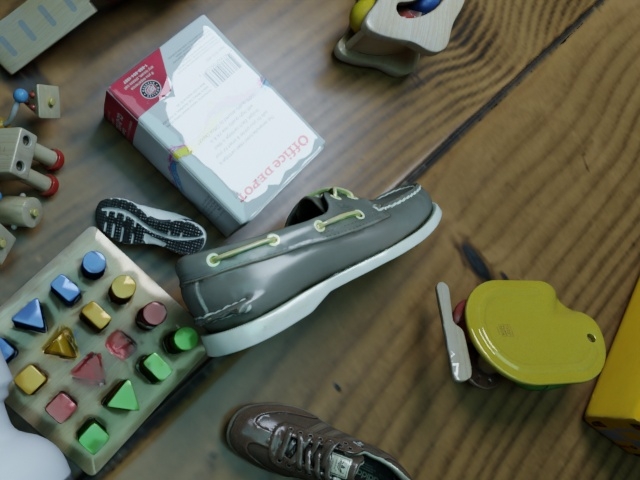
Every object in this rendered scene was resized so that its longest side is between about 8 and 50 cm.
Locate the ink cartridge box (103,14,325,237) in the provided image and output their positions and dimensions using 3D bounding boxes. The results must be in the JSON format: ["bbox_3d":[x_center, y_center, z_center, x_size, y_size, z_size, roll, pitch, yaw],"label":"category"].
[{"bbox_3d":[-0.104,-0.109,0.648,0.175,0.072,0.127,46,66,-7],"label":"ink cartridge box"}]

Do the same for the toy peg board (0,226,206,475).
[{"bbox_3d":[-0.195,0.090,0.566,0.160,0.079,0.161,45,66,-7],"label":"toy peg board"}]

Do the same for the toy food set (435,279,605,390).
[{"bbox_3d":[0.209,0.114,0.732,0.218,0.071,0.128,4,53,-23],"label":"toy food set"}]

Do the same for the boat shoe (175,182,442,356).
[{"bbox_3d":[0.003,-0.001,0.626,0.305,0.109,0.091,-30,97,-36],"label":"boat shoe"}]

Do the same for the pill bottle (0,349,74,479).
[{"bbox_3d":[-0.250,0.260,0.436,0.210,0.210,0.362,-20,87,-24],"label":"pill bottle"}]

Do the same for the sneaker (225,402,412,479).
[{"bbox_3d":[0.005,0.201,0.624,0.189,0.071,0.066,23,71,-16],"label":"sneaker"}]

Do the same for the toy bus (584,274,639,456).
[{"bbox_3d":[0.452,0.104,0.802,0.130,0.108,0.332,36,69,-9],"label":"toy bus"}]

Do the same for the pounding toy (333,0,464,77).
[{"bbox_3d":[0.111,-0.329,0.735,0.154,0.155,0.269,30,69,-18],"label":"pounding toy"}]

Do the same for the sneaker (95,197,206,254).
[{"bbox_3d":[-0.161,-0.013,0.628,0.109,0.044,0.040,19,97,-1],"label":"sneaker"}]

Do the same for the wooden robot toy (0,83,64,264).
[{"bbox_3d":[-0.287,-0.063,0.585,0.079,0.076,0.173,4,74,16],"label":"wooden robot toy"}]

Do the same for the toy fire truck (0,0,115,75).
[{"bbox_3d":[-0.235,-0.297,0.614,0.217,0.158,0.246,42,57,-9],"label":"toy fire truck"}]
